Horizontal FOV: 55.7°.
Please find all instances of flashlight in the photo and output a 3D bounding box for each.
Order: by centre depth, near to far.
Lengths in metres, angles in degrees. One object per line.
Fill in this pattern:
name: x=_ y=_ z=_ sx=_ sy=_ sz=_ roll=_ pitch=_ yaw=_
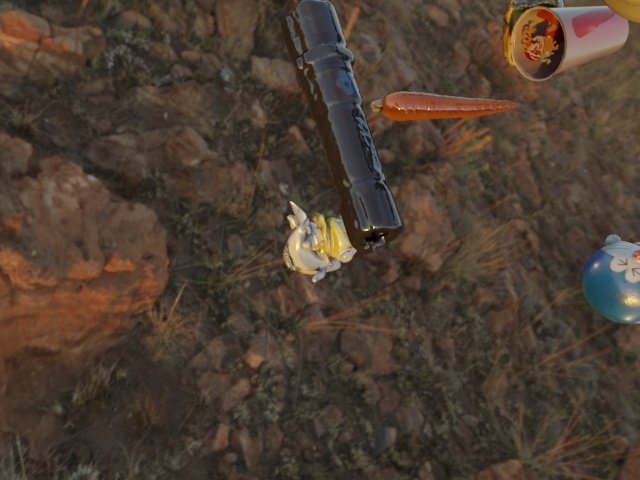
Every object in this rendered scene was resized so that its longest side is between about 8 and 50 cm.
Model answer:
flashlight: x=0.033 y=-0.182 z=0.934 sx=0.103 sy=0.103 sz=0.425 roll=2 pitch=64 yaw=-41

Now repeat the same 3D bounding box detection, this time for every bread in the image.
bread: x=0.654 y=-0.656 z=1.872 sx=0.222 sy=0.181 sz=0.096 roll=72 pitch=27 yaw=-44

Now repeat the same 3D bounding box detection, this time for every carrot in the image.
carrot: x=0.281 y=-0.307 z=1.399 sx=0.335 sy=0.069 sz=0.069 roll=3 pitch=43 yaw=5

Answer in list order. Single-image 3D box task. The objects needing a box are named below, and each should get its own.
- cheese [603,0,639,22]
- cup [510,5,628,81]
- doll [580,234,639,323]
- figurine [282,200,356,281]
cheese: x=0.530 y=-0.490 z=1.042 sx=0.286 sy=0.163 sz=0.082 roll=55 pitch=11 yaw=26
cup: x=0.703 y=-0.567 z=1.686 sx=0.288 sy=0.203 sz=0.203 roll=-17 pitch=65 yaw=-24
doll: x=0.643 y=0.081 z=1.220 sx=0.256 sy=0.161 sz=0.215 roll=-8 pitch=54 yaw=-43
figurine: x=0.000 y=0.000 z=1.316 sx=0.128 sy=0.183 sz=0.209 roll=55 pitch=-3 yaw=41
